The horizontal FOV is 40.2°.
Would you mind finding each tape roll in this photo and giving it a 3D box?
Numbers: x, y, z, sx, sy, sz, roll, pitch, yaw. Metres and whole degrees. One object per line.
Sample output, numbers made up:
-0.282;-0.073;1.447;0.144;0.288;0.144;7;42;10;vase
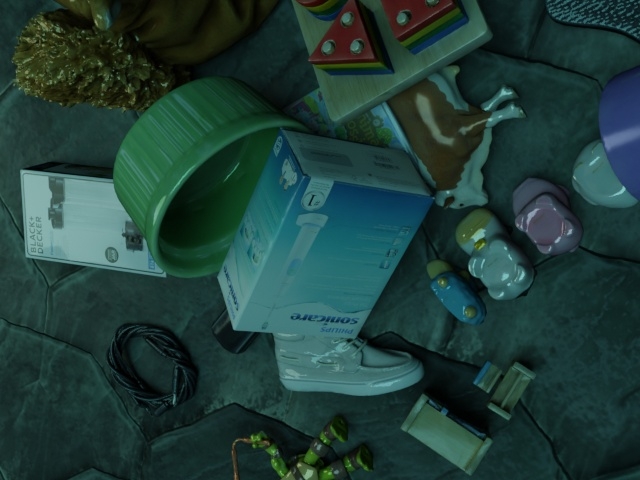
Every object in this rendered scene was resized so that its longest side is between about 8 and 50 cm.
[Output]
0.455;-0.144;1.140;0.080;0.189;0.189;-18;99;52;tape roll

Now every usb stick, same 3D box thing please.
-0.092;0.085;1.495;0.077;0.045;0.278;45;115;11;usb stick

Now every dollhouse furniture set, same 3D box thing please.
0.234;0.253;1.396;0.129;0.129;0.183;33;89;9;dollhouse furniture set

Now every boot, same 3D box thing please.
0.038;0.181;1.444;0.258;0.095;0.123;-5;109;22;boot

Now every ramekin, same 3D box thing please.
-0.165;-0.102;1.331;0.148;0.303;0.303;46;116;25;ramekin

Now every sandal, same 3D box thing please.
0.437;-0.310;1.193;0.254;0.054;0.097;24;102;17;sandal

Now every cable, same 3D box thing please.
-0.315;0.231;1.615;0.150;0.047;0.184;-31;92;24;cable

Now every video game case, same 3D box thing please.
0.042;-0.146;1.393;0.193;0.023;0.212;-27;94;24;video game case

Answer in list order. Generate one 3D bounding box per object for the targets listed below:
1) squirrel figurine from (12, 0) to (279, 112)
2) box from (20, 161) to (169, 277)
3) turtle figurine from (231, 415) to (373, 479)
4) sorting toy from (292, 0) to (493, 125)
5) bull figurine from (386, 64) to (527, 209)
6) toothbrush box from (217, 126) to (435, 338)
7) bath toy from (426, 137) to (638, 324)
-0.283;-0.336;1.269;0.281;0.370;0.397;37;114;7;squirrel figurine
-0.380;-0.039;1.542;0.290;0.087;0.169;8;107;18;box
-0.013;0.420;1.536;0.217;0.087;0.269;-38;81;17;turtle figurine
0.073;-0.338;1.231;0.255;0.089;0.257;-28;65;24;sorting toy
0.185;-0.195;1.287;0.188;0.101;0.310;-34;93;22;bull figurine
0.000;0.000;1.310;0.216;0.126;0.295;6;127;-27;toothbrush box
0.317;-0.024;1.273;0.348;0.129;0.151;-41;69;24;bath toy
